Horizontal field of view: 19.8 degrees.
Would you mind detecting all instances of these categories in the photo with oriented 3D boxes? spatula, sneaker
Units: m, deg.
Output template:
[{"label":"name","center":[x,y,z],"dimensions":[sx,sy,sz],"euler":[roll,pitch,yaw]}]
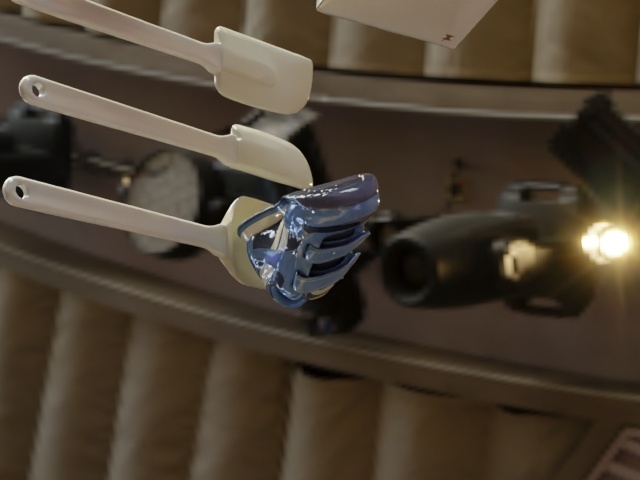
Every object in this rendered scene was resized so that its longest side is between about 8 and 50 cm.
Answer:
[{"label":"spatula","center":[-0.086,-0.061,1.093],"dimensions":[0.019,0.242,0.168],"euler":[-15,-111,43]},{"label":"sneaker","center":[0.000,0.000,1.043],"dimensions":[0.144,0.053,0.059],"euler":[-32,-107,67]}]

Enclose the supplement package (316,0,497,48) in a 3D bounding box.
[{"label":"supplement package","center":[0.067,-0.237,1.226],"dimensions":[0.105,0.105,0.179],"euler":[134,-36,-54]}]
